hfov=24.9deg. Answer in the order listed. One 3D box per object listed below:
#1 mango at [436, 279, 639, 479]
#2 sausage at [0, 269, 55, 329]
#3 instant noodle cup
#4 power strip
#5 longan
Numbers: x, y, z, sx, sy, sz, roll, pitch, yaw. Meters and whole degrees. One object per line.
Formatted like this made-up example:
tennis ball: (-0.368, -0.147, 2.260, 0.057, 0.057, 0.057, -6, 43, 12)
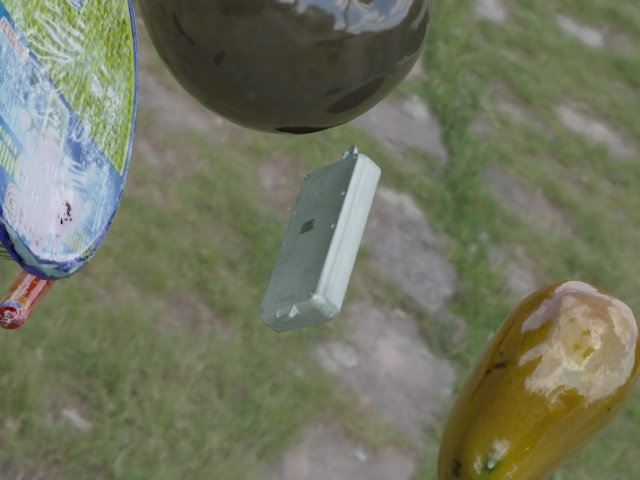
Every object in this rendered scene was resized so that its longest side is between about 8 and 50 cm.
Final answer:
mango: (0.252, 0.191, 1.714, 0.173, 0.317, 0.211, 38, 0, 6)
sausage: (-0.282, 0.051, 1.387, 0.034, 0.034, 0.129, 30, 24, -4)
instant noodle cup: (-0.325, -0.116, 1.052, 0.312, 0.284, 0.284, 2, 24, 14)
power strip: (0.000, 0.000, 1.872, 0.046, 0.118, 0.270, 38, 52, -29)
longan: (-0.041, -0.261, 1.522, 0.319, 0.319, 0.319, 25, 29, -14)
